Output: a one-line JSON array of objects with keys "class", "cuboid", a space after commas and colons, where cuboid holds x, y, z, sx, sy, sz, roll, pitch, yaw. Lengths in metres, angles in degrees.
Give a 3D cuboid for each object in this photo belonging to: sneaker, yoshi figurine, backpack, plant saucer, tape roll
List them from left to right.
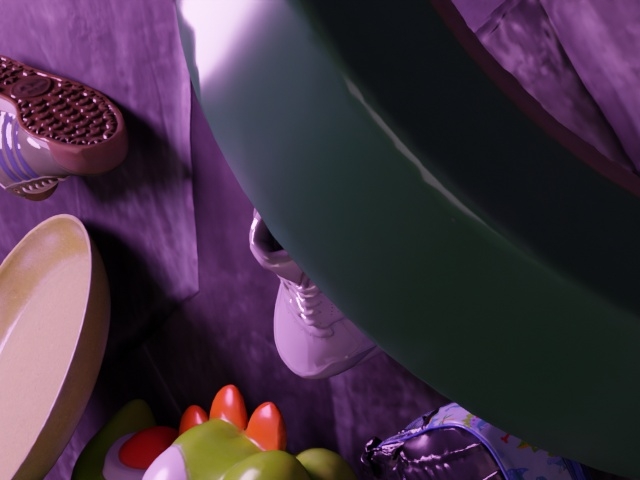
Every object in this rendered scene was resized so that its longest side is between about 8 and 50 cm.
[{"class": "plant saucer", "cuboid": [-0.214, 0.098, 1.255, 0.241, 0.037, 0.241, -40, 36, 37]}, {"class": "sneaker", "cuboid": [-0.192, -0.065, 1.220, 0.192, 0.064, 0.086, 27, 136, 42]}, {"class": "yoshi figurine", "cuboid": [-0.101, 0.234, 1.173, 0.203, 0.203, 0.362, 54, 143, -10]}, {"class": "sneaker", "cuboid": [0.000, 0.000, 0.957, 0.090, 0.115, 0.232, 47, 140, 25]}, {"class": "backpack", "cuboid": [0.095, 0.131, 0.935, 0.105, 0.084, 0.114, 63, 149, 4]}, {"class": "tape roll", "cuboid": [0.114, -0.077, 0.594, 0.321, 0.321, 0.077, 55, 143, 16]}]
